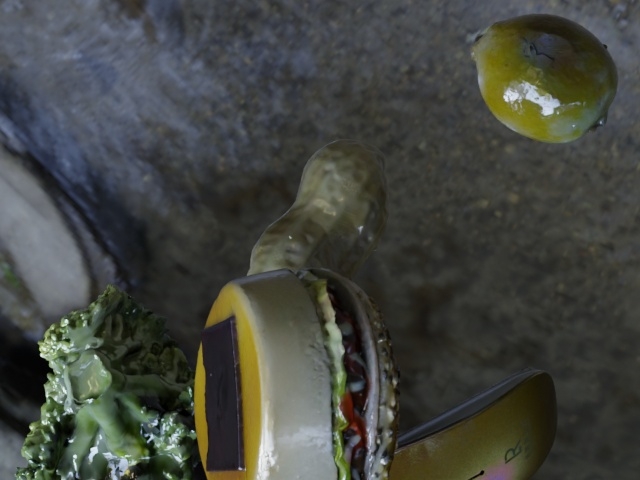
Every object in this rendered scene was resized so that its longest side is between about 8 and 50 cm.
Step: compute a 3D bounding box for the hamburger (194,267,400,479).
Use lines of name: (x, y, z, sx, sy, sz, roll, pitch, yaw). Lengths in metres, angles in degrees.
hamburger: (-0.023, 0.171, 1.311, 0.176, 0.300, 0.300, -1, 143, -23)

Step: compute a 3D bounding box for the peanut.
peanut: (0.000, 0.000, 1.614, 0.149, 0.313, 0.149, 26, 161, 10)

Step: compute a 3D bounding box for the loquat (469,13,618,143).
loquat: (0.269, -0.201, 1.491, 0.195, 0.152, 0.152, 38, 138, 12)

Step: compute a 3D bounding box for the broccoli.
broccoli: (-0.296, 0.232, 1.816, 0.293, 0.348, 0.281, 0, 167, 8)

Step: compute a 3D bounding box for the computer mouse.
computer mouse: (0.176, 0.269, 1.512, 0.072, 0.310, 0.158, 38, 146, 51)
